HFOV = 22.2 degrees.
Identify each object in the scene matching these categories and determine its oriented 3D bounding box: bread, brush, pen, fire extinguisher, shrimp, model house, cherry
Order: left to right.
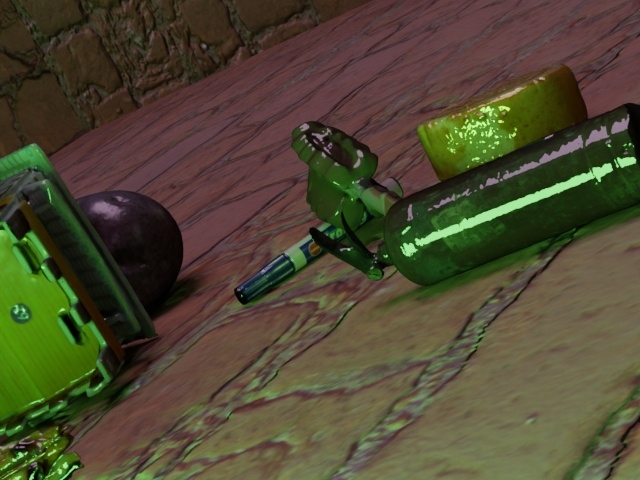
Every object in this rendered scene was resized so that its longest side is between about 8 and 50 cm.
[{"bbox_3d":[-0.271,0.203,1.233,0.248,0.068,0.150,-28,5,31],"label":"shrimp"},{"bbox_3d":[-0.286,0.059,1.510,0.198,0.224,0.215,-28,15,17],"label":"model house"},{"bbox_3d":[-0.227,0.022,1.730,0.176,0.140,0.176,-20,-12,-4],"label":"cherry"},{"bbox_3d":[0.000,0.000,1.549,0.204,0.025,0.025,-35,13,-26],"label":"pen"},{"bbox_3d":[0.043,-0.039,1.455,0.071,0.084,0.301,-27,23,-12],"label":"brush"},{"bbox_3d":[0.123,-0.028,1.208,0.267,0.089,0.072,-23,37,28],"label":"fire extinguisher"},{"bbox_3d":[0.170,-0.104,1.489,0.149,0.073,0.122,-20,9,29],"label":"bread"}]
